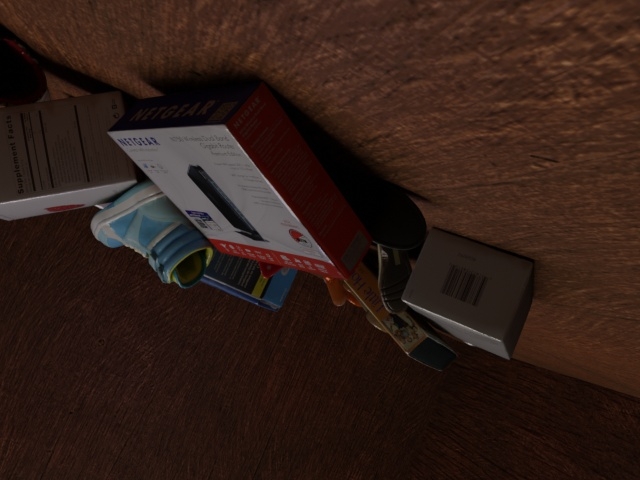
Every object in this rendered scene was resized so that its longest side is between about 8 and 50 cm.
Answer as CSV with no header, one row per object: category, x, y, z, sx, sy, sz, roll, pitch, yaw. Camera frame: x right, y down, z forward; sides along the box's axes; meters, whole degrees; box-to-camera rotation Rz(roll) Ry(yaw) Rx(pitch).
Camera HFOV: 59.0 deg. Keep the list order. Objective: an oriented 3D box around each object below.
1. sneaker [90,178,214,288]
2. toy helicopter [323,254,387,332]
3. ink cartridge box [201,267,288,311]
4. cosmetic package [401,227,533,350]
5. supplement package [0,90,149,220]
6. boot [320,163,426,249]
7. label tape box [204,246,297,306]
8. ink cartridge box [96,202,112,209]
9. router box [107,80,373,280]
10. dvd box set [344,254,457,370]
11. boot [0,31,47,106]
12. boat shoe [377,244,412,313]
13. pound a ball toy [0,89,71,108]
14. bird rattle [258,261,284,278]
sneaker,-0.331,0.011,1.109,0.127,0.208,0.319,-23,180,-44
toy helicopter,0.106,0.135,1.551,0.235,0.140,0.355,29,-168,-26
ink cartridge box,-0.251,-0.003,1.551,0.395,0.270,0.151,20,170,24
cosmetic package,0.308,0.121,1.135,0.197,0.155,0.365,21,173,23
supplement package,-0.496,-0.155,1.077,0.293,0.175,0.177,-11,177,-8
boot,0.064,-0.053,0.982,0.263,0.091,0.229,28,178,13
label tape box,-0.191,-0.018,1.327,0.115,0.249,0.347,16,169,46
ink cartridge box,-0.583,-0.188,1.546,0.273,0.198,0.115,29,172,-33
router box,-0.127,-0.085,0.863,0.335,0.082,0.301,9,146,47
dvd box set,0.128,0.110,1.310,0.420,0.062,0.307,49,-173,31
boot,-0.679,-0.345,0.939,0.284,0.138,0.377,23,177,16
boat shoe,0.142,0.045,1.102,0.068,0.190,0.072,-4,-169,-3
pound a ball toy,-0.706,-0.301,1.370,0.208,0.136,0.319,27,173,-23
bird rattle,-0.088,-0.044,1.155,0.253,0.207,0.143,19,132,50
